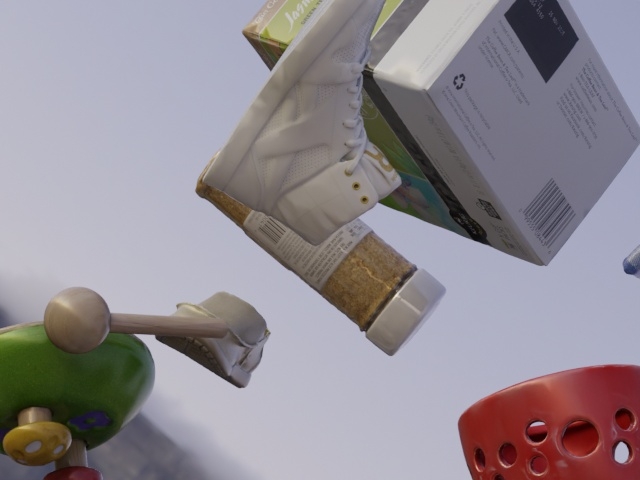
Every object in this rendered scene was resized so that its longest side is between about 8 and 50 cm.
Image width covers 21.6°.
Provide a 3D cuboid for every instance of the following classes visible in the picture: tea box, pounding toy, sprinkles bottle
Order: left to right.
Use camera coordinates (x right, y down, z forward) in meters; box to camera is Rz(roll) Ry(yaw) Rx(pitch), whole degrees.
[{"bbox_3d":[-0.205,0.144,1.381,0.183,0.110,0.237,19,-42,-40],"label":"pounding toy"},{"bbox_3d":[0.000,0.000,2.252,0.355,0.121,0.121,40,-17,6],"label":"sprinkles bottle"},{"bbox_3d":[0.145,-0.183,1.962,0.323,0.220,0.329,24,-20,47],"label":"tea box"}]

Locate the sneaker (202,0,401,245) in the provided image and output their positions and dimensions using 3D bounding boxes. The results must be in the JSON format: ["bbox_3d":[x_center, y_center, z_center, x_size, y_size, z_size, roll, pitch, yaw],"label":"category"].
[{"bbox_3d":[0.025,-0.126,1.650,0.169,0.108,0.292,33,-58,-4],"label":"sneaker"}]

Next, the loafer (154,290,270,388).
[{"bbox_3d":[-0.119,0.104,1.945,0.102,0.092,0.268,28,-7,10],"label":"loafer"}]

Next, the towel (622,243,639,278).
[{"bbox_3d":[0.392,-0.057,1.503,0.034,0.285,0.209,52,9,11],"label":"towel"}]

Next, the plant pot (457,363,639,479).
[{"bbox_3d":[0.234,0.220,1.501,0.191,0.191,0.174,85,-8,-66],"label":"plant pot"}]
